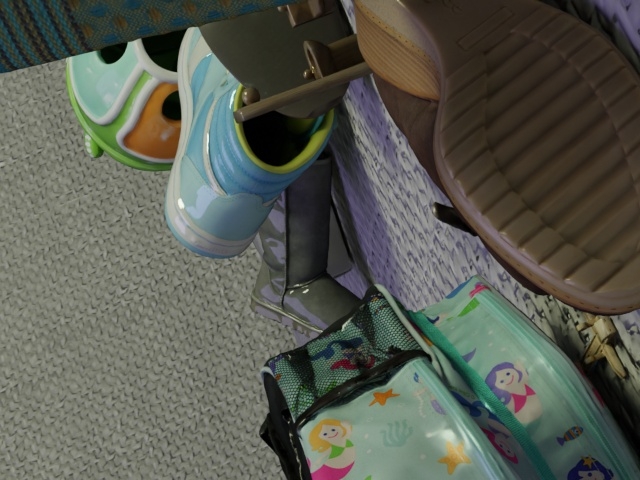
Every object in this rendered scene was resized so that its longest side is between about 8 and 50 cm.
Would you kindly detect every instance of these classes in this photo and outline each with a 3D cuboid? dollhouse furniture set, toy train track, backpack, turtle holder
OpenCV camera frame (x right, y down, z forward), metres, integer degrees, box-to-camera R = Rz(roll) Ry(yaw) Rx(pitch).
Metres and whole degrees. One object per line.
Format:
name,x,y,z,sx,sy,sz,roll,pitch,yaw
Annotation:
dollhouse furniture set,-0.029,-0.171,0.855,0.144,0.123,0.151,-160,48,-81
toy train track,0.147,0.061,0.683,0.083,0.014,0.048,83,163,-67
backpack,0.084,0.154,0.688,0.225,0.191,0.253,58,-176,-20
turtle holder,-0.201,-0.261,1.641,0.227,0.243,0.320,138,151,-67

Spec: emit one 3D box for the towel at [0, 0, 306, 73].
towel,-0.114,-0.189,0.465,0.040,0.370,0.271,-97,-7,-50

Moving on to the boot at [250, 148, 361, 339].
boot,0.000,0.001,1.353,0.076,0.190,0.208,-36,-42,-60

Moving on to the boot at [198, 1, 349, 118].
boot,-0.063,-0.222,1.046,0.305,0.112,0.115,55,-175,17

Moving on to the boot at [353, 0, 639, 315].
boot,0.102,-0.027,0.593,0.248,0.090,0.207,61,-178,37

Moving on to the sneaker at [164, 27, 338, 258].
sneaker,-0.055,-0.157,1.218,0.208,0.127,0.319,-43,39,50

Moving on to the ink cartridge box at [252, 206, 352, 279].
ink cartridge box,-0.049,-0.048,1.522,0.219,0.093,0.160,-128,17,-65
